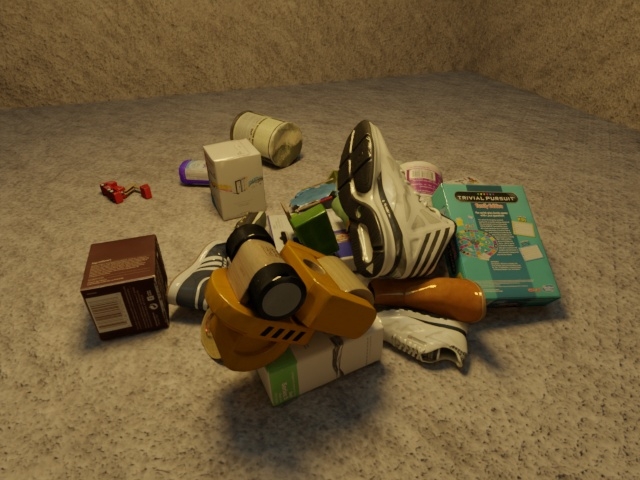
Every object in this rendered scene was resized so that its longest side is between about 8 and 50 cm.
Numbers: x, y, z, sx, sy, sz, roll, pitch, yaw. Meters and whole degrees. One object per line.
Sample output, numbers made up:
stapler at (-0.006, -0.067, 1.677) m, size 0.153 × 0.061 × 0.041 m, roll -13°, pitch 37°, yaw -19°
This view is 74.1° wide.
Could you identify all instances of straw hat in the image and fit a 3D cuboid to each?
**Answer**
straw hat at (-0.221, 0.214, 1.022) m, size 0.061 × 0.145 × 0.144 m, roll 24°, pitch 9°, yaw -47°

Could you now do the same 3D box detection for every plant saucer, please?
plant saucer at (0.115, -0.215, 1.686) m, size 0.188 × 0.045 × 0.188 m, roll 9°, pitch 35°, yaw 14°

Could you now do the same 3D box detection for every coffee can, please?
coffee can at (-0.249, -0.466, 1.935) m, size 0.275 × 0.202 × 0.201 m, roll 26°, pitch 42°, yaw 34°

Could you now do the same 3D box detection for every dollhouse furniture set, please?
dollhouse furniture set at (0.052, -0.105, 1.230) m, size 0.301 × 0.151 × 0.198 m, roll -28°, pitch 40°, yaw -4°

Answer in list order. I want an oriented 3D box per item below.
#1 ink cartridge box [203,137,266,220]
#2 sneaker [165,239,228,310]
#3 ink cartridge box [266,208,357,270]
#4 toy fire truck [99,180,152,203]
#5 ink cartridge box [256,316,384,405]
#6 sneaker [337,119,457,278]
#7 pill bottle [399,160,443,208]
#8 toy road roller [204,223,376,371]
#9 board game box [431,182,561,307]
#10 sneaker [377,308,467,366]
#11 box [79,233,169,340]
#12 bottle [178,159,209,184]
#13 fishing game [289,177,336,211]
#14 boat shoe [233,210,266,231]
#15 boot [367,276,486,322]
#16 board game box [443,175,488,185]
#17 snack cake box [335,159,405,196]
ink cartridge box at (-0.311, -0.226, 1.543) m, size 0.168 × 0.233 × 0.171 m, roll -16°, pitch 36°, yaw -21°
sneaker at (-0.281, 0.100, 1.174) m, size 0.153 × 0.099 × 0.282 m, roll 13°, pitch 32°, yaw 12°
ink cartridge box at (0.000, 0.000, 1.347) m, size 0.307 × 0.072 × 0.304 m, roll -9°, pitch 35°, yaw -8°
toy fire truck at (-0.775, -0.200, 1.687) m, size 0.192 × 0.047 × 0.135 m, roll 26°, pitch 42°, yaw 36°
ink cartridge box at (-0.021, 0.218, 0.968) m, size 0.272 × 0.115 × 0.198 m, roll -16°, pitch 36°, yaw -20°
sneaker at (0.199, -0.101, 1.114) m, size 0.257 × 0.169 × 0.448 m, roll 8°, pitch 61°, yaw -26°
pill bottle at (0.294, -0.077, 1.290) m, size 0.169 × 0.169 × 0.302 m, roll 2°, pitch 61°, yaw 5°
toy road roller at (-0.077, 0.136, 0.858) m, size 0.329 × 0.241 × 0.202 m, roll 20°, pitch 18°, yaw -38°
board game box at (0.460, 0.009, 1.140) m, size 0.253 × 0.079 × 0.336 m, roll 0°, pitch 63°, yaw -11°
sneaker at (0.219, 0.227, 0.984) m, size 0.234 × 0.090 × 0.095 m, roll 5°, pitch 49°, yaw 16°
box at (-0.492, 0.114, 1.090) m, size 0.166 × 0.169 × 0.203 m, roll -11°, pitch 35°, yaw -14°
bottle at (-0.435, -0.281, 1.757) m, size 0.282 × 0.092 × 0.118 m, roll 4°, pitch 33°, yaw 7°
fishing game at (-0.025, -0.159, 1.543) m, size 0.189 × 0.041 × 0.264 m, roll -20°, pitch 21°, yaw 6°
boat shoe at (-0.246, -0.032, 1.392) m, size 0.068 × 0.081 × 0.228 m, roll 5°, pitch 27°, yaw 14°
boot at (0.235, 0.139, 1.018) m, size 0.211 × 0.104 × 0.295 m, roll 0°, pitch 0°, yaw -11°
board game box at (0.499, -0.156, 1.578) m, size 0.305 × 0.053 × 0.193 m, roll -13°, pitch 36°, yaw -17°
snack cake box at (0.196, -0.199, 1.489) m, size 0.264 × 0.152 × 0.089 m, roll -10°, pitch 52°, yaw -44°
